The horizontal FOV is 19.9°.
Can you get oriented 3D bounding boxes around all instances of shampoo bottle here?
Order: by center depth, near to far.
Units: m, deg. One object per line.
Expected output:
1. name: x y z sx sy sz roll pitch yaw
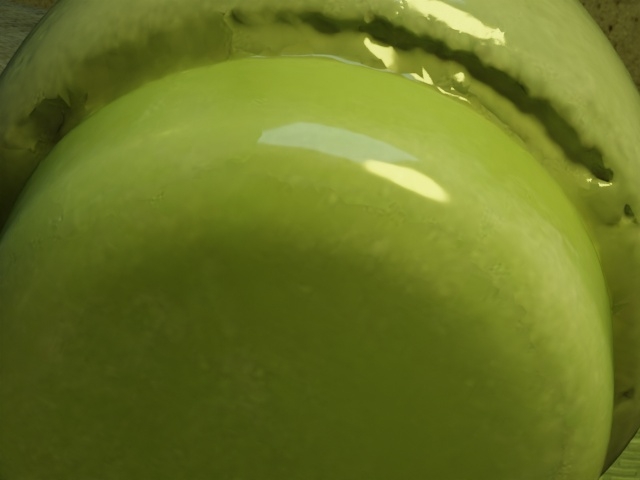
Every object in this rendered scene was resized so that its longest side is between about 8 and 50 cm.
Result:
1. shampoo bottle: 0.000 0.000 0.833 0.322 0.322 0.317 11 35 2

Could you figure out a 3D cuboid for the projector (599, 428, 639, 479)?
1. projector: 0.111 0.082 1.117 0.192 0.099 0.256 7 13 -18
